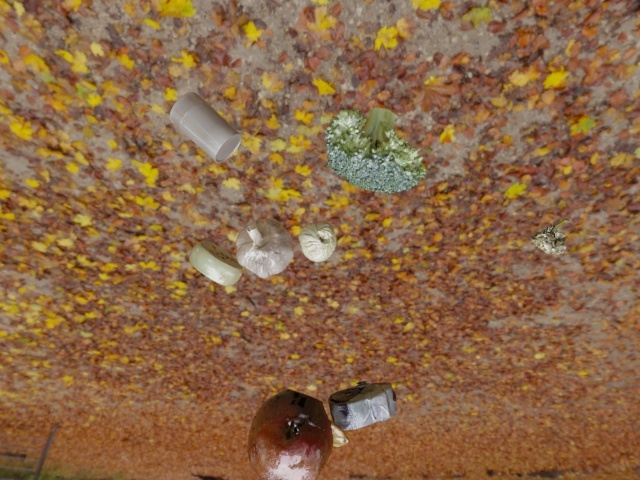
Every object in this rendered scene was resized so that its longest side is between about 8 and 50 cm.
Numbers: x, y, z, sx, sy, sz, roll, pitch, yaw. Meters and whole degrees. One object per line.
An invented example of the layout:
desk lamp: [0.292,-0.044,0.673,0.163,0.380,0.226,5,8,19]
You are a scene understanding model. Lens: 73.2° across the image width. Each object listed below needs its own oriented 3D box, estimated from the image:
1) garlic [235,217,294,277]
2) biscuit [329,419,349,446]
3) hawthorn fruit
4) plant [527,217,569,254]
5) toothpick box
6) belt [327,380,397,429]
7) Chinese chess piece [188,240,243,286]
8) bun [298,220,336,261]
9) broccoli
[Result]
garlic: [-0.201,0.012,1.475,0.218,0.218,0.212,0,159,6]
biscuit: [-0.016,0.701,1.615,0.260,0.041,0.203,20,143,13]
hawthorn fruit: [-0.094,0.635,1.402,0.316,0.316,0.316,3,146,2]
plant: [0.672,-0.021,1.256,0.104,0.116,0.122,15,116,-7]
toothpick box: [-0.322,-0.319,1.214,0.180,0.111,0.111,42,141,4]
belt: [0.178,0.682,1.825,0.289,0.164,0.184,-12,178,-6]
Chinese chess piece: [-0.472,0.104,1.956,0.250,0.250,0.101,34,93,-36]
bun: [0.000,0.000,1.149,0.115,0.115,0.069,29,163,-31]
broccoli: [0.177,-0.313,1.521,0.338,0.317,0.277,-15,167,10]
